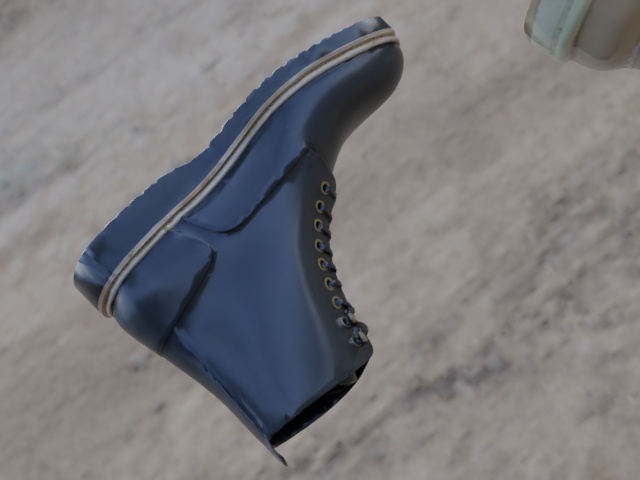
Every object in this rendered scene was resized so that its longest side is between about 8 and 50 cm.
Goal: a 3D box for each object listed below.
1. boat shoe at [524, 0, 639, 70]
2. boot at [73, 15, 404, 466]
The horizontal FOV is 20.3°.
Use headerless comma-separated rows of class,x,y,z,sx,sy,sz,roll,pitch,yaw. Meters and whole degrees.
boat shoe,0.172,-0.146,0.494,0.285,0.089,0.104,-47,-5,6
boot,0.000,0.000,0.857,0.137,0.077,0.198,43,80,15
